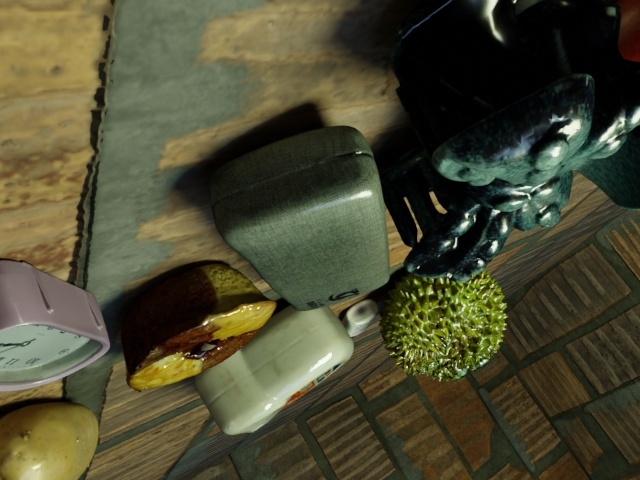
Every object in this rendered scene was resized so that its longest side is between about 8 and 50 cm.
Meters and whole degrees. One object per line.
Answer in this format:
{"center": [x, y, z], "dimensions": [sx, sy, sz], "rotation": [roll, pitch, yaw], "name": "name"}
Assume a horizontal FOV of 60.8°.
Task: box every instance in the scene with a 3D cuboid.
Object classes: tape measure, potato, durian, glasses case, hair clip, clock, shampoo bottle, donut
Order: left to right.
{"center": [-0.240, 0.077, 0.424], "dimensions": [0.110, 0.050, 0.153], "rotation": [-30, 161, -4], "name": "clock"}
{"center": [-0.323, 0.245, 0.624], "dimensions": [0.109, 0.119, 0.178], "rotation": [4, 173, 2], "name": "potato"}
{"center": [-0.135, 0.090, 0.583], "dimensions": [0.166, 0.073, 0.184], "rotation": [-24, 160, -25], "name": "donut"}
{"center": [-0.076, 0.202, 0.872], "dimensions": [0.265, 0.130, 0.258], "rotation": [-34, 164, -9], "name": "tape measure"}
{"center": [0.000, 0.000, 0.540], "dimensions": [0.131, 0.074, 0.323], "rotation": [-17, 161, 3], "name": "glasses case"}
{"center": [0.076, 0.162, 1.121], "dimensions": [0.072, 0.043, 0.099], "rotation": [-27, 161, -22], "name": "shampoo bottle"}
{"center": [0.245, 0.148, 1.107], "dimensions": [0.290, 0.225, 0.291], "rotation": [-5, 128, -7], "name": "durian"}
{"center": [0.158, -0.088, 0.469], "dimensions": [0.206, 0.195, 0.310], "rotation": [-18, 161, -5], "name": "hair clip"}

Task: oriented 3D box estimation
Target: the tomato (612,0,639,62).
{"center": [0.351, -0.148, 0.577], "dimensions": [0.227, 0.101, 0.228], "rotation": [-5, 137, -5], "name": "tomato"}
